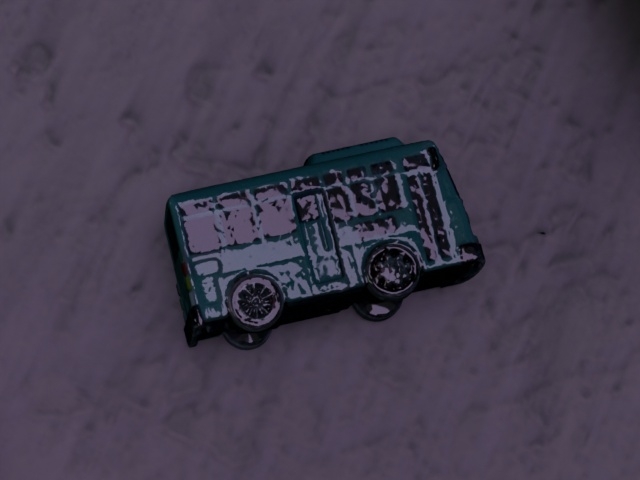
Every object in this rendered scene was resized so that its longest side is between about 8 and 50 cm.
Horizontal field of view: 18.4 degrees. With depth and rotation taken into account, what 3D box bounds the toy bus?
[{"bbox_3d":[0.000,0.000,1.066,0.160,0.079,0.091,-12,80,-8],"label":"toy bus"}]
